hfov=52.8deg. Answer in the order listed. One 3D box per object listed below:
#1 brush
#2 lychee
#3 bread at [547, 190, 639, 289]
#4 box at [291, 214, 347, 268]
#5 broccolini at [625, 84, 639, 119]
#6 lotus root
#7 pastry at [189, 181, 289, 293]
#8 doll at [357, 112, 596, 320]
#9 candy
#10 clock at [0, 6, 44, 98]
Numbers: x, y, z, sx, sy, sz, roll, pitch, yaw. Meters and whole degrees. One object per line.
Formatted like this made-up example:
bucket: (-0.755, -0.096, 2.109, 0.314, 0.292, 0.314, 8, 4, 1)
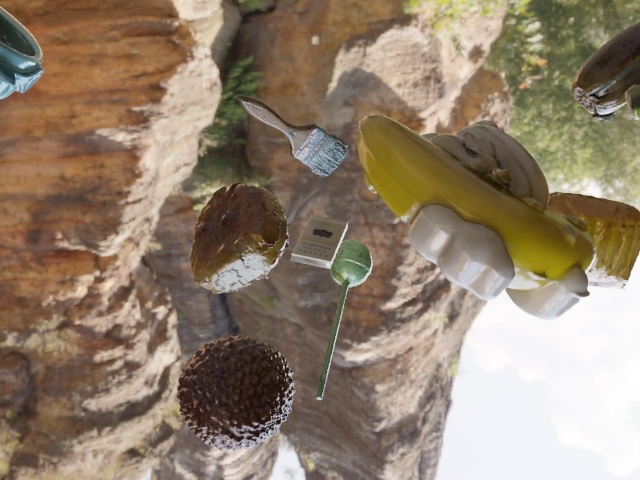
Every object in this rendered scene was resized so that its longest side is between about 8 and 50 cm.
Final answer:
brush: (-0.045, -0.165, 0.975, 0.196, 0.070, 0.021, 31, -158, -30)
lychee: (-0.177, 0.329, 1.351, 0.272, 0.271, 0.271, -2, -165, 1)
bread: (0.405, -0.004, 1.062, 0.240, 0.139, 0.240, 10, 177, 1)
box: (0.000, 0.000, 1.450, 0.090, 0.024, 0.167, 12, -145, 10)
broccolini: (0.473, -0.247, 0.626, 0.392, 0.078, 0.074, -28, -149, 11)
lotus root: (0.619, -0.352, 1.299, 0.241, 0.124, 0.123, -37, -160, 4)
pastry: (-0.154, -0.005, 1.193, 0.229, 0.218, 0.100, 2, 153, 35)
doll: (0.145, -0.036, 0.581, 0.237, 0.111, 0.252, 2, -139, -37)
candy: (0.046, 0.197, 1.672, 0.119, 0.439, 0.119, 12, 155, 6)
clock: (-0.524, -0.302, 0.942, 0.224, 0.094, 0.274, 36, -167, -43)
